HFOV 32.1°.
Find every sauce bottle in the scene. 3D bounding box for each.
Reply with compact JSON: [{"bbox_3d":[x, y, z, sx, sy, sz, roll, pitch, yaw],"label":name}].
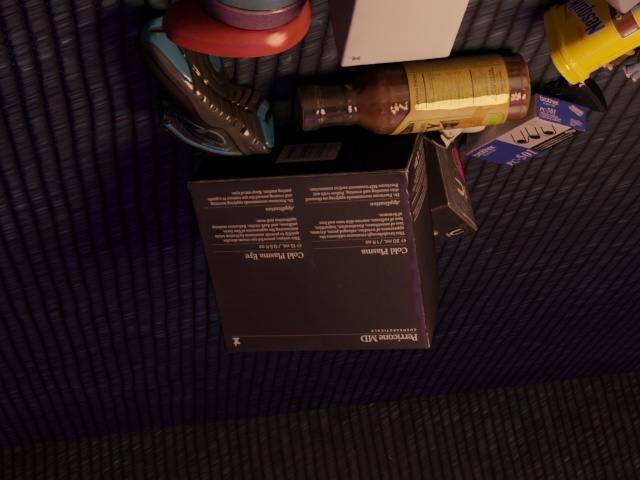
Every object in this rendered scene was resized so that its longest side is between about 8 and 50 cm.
[{"bbox_3d":[0.137,-0.216,1.677,0.344,0.111,0.111,-6,156,-5],"label":"sauce bottle"}]

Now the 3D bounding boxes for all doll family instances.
[{"bbox_3d":[0.485,-0.296,1.671,0.111,0.076,0.193,-28,162,34],"label":"doll family"}]

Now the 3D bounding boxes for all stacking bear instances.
[{"bbox_3d":[-0.075,-0.359,1.227,0.164,0.175,0.289,19,143,7],"label":"stacking bear"}]

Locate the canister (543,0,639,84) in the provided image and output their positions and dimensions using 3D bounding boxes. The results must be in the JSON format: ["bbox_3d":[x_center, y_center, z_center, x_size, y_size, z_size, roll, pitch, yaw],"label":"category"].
[{"bbox_3d":[0.405,-0.309,1.546,0.170,0.126,0.073,-28,133,31],"label":"canister"}]

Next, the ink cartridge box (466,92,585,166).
[{"bbox_3d":[0.336,-0.180,1.838,0.097,0.046,0.207,12,163,-23],"label":"ink cartridge box"}]

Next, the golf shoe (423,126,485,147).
[{"bbox_3d":[0.203,-0.182,1.806,0.176,0.086,0.069,3,151,-30],"label":"golf shoe"}]

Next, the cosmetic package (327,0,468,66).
[{"bbox_3d":[0.079,-0.348,1.217,0.138,0.224,0.224,-5,156,-9],"label":"cosmetic package"}]

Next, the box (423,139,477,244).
[{"bbox_3d":[0.111,-0.066,1.929,0.270,0.165,0.143,-19,154,22],"label":"box"}]

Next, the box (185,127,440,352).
[{"bbox_3d":[0.000,0.000,1.764,0.343,0.179,0.312,-2,118,14],"label":"box"}]

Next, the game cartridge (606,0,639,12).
[{"bbox_3d":[0.411,-0.406,1.316,0.198,0.062,0.297,-35,157,-9],"label":"game cartridge"}]

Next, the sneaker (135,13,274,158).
[{"bbox_3d":[-0.186,-0.197,1.583,0.140,0.125,0.341,-12,154,17],"label":"sneaker"}]

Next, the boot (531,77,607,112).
[{"bbox_3d":[0.405,-0.229,1.826,0.099,0.045,0.121,-23,150,29],"label":"boot"}]
